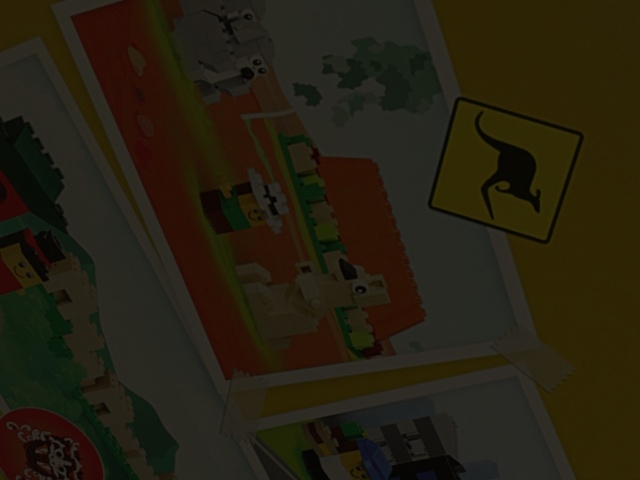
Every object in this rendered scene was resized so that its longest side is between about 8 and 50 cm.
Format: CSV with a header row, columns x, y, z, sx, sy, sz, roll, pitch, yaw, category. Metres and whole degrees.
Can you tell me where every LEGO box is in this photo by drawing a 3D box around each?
x,y,z,sx,sy,sz,roll,pitch,yaw,category
0.000,0.000,0.511,0.372,0.193,0.500,-13,-68,25,LEGO box
